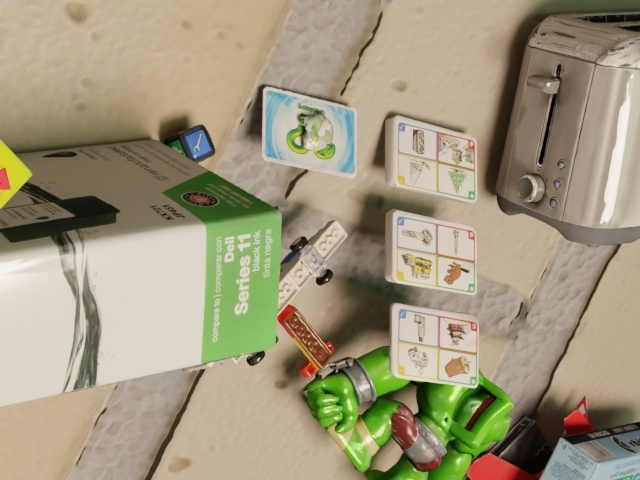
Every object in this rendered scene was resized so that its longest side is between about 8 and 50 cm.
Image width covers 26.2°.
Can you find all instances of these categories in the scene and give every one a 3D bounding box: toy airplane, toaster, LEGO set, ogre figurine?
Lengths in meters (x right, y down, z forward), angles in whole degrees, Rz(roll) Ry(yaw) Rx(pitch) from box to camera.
[{"bbox_3d":[0.185,0.196,1.129,0.151,0.028,0.151,-16,119,-32],"label":"toy airplane"},{"bbox_3d":[0.237,-0.087,1.000,0.227,0.129,0.147,-8,112,-32],"label":"toaster"},{"bbox_3d":[0.000,0.000,0.905,0.244,0.060,0.183,10,75,-36],"label":"LEGO set"},{"bbox_3d":[0.073,0.131,0.998,0.118,0.097,0.197,-38,115,-4],"label":"ogre figurine"}]

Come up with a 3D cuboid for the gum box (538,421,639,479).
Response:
[{"bbox_3d":[0.213,0.241,1.135,0.157,0.041,0.184,1,118,-51],"label":"gum box"}]

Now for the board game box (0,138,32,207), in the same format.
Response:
[{"bbox_3d":[-0.230,-0.055,0.636,0.092,0.181,0.043,-48,156,-9],"label":"board game box"}]

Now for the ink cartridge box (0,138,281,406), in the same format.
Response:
[{"bbox_3d":[-0.148,0.013,0.745,0.208,0.153,0.087,-10,115,-34],"label":"ink cartridge box"}]

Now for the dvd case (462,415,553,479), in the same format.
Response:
[{"bbox_3d":[0.129,0.273,1.151,0.221,0.018,0.164,-42,129,-13],"label":"dvd case"}]
